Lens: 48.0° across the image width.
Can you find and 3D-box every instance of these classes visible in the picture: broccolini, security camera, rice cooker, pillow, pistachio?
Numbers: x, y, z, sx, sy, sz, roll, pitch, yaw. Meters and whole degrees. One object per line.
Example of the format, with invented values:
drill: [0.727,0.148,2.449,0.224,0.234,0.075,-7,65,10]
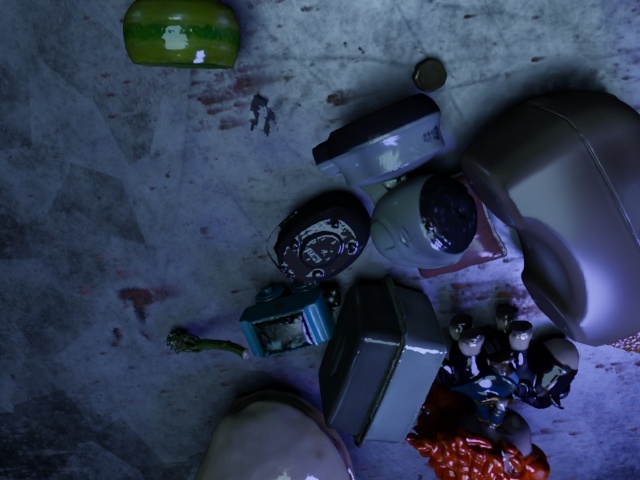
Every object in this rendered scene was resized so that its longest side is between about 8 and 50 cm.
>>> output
broccolini: [-0.225,0.215,1.451,0.239,0.054,0.051,2,165,40]
security camera: [0.142,-0.081,1.175,0.191,0.197,0.277,-17,99,43]
rice cooker: [-0.001,0.000,1.325,0.203,0.118,0.142,-37,106,17]
pillow: [0.230,-0.028,1.301,0.171,0.075,0.179,-18,110,23]
pistachio: [-0.098,0.536,1.538,0.365,0.281,0.445,0,103,18]

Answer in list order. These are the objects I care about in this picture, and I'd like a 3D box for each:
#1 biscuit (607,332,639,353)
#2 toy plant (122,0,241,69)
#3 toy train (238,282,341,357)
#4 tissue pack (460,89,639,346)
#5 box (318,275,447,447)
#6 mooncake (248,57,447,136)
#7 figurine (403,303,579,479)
biscuit: [0.645,0.151,1.349,0.280,0.043,0.183,-7,119,7]
toy plant: [-0.221,-0.435,1.134,0.224,0.184,0.315,4,101,1]
toy train: [-0.057,0.147,1.389,0.198,0.154,0.107,-15,110,16]
tissue pack: [0.430,-0.047,1.153,0.277,0.267,0.387,-32,108,7]
box: [0.109,0.231,1.372,0.166,0.220,0.290,12,119,-13]
mooncake: [0.038,-0.244,1.233,0.347,0.057,0.150,6,105,9]
figurine: [0.339,0.327,1.400,0.306,0.241,0.411,14,102,-28]
